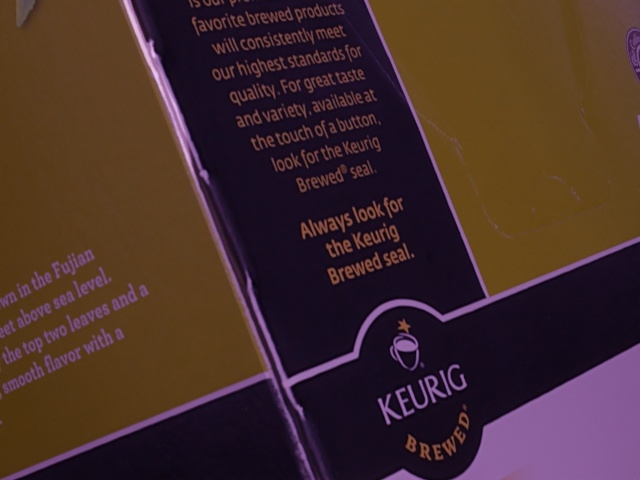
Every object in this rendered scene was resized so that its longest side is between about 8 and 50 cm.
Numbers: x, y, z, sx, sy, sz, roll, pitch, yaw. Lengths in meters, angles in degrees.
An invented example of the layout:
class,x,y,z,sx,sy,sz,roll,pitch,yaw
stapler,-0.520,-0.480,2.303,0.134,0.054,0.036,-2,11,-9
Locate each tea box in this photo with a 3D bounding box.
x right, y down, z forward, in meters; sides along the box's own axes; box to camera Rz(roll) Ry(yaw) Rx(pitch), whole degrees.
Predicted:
class,x,y,z,sx,sy,sz,roll,pitch,yaw
tea box,0.000,0.000,0.573,0.220,0.324,0.329,-25,-6,40
